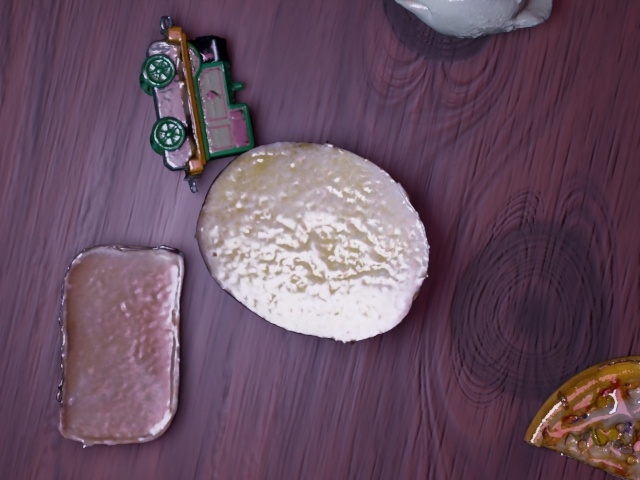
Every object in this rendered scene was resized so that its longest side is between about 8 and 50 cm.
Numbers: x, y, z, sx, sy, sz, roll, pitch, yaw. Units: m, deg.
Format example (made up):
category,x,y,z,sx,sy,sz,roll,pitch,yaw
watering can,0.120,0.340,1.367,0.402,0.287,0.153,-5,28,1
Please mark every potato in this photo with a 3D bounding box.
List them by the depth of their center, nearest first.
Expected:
category,x,y,z,sx,sy,sz,roll,pitch,yaw
potato,0.000,0.000,1.800,0.299,0.116,0.239,21,90,10

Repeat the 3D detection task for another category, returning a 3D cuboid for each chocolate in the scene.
category,x,y,z,sx,sy,sz,roll,pitch,yaw
chocolate,-0.259,0.130,1.823,0.161,0.083,0.261,5,91,-16

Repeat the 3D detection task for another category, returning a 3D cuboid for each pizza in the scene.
category,x,y,z,sx,sy,sz,roll,pitch,yaw
pizza,0.360,0.252,1.829,0.185,0.036,0.176,-25,90,2

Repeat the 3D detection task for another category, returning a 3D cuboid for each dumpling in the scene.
category,x,y,z,sx,sy,sz,roll,pitch,yaw
dumpling,0.185,-0.319,1.809,0.219,0.152,0.108,13,133,-9

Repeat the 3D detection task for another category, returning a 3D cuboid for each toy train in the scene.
category,x,y,z,sx,sy,sz,roll,pitch,yaw
toy train,-0.156,-0.175,1.818,0.136,0.091,0.227,-7,89,-9
